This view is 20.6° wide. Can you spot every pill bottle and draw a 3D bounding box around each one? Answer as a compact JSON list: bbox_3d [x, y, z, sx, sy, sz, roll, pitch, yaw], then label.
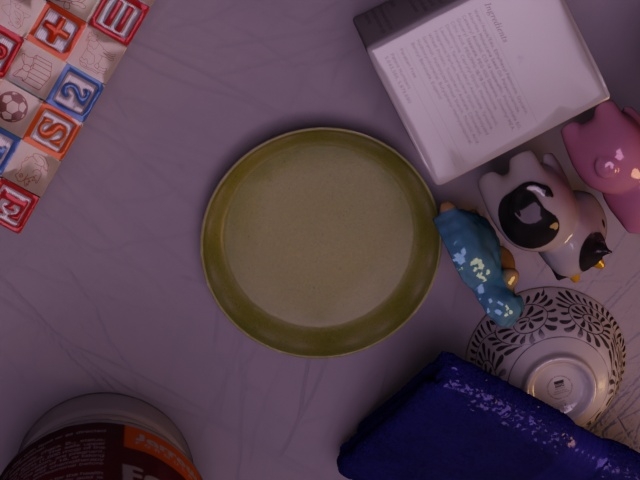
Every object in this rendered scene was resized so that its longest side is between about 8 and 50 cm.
[{"bbox_3d":[-0.209,0.303,1.650,0.224,0.392,0.224,-1,108,-4],"label":"pill bottle"}]

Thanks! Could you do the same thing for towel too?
[{"bbox_3d":[0.195,0.231,1.789,0.308,0.076,0.227,28,135,-15],"label":"towel"}]

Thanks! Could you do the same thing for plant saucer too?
[{"bbox_3d":[0.000,0.000,1.756,0.241,0.037,0.241,-1,107,-4],"label":"plant saucer"}]

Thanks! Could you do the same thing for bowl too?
[{"bbox_3d":[0.237,0.139,1.796,0.170,0.080,0.170,-1,107,-3],"label":"bowl"}]

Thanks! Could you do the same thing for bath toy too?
[{"bbox_3d":[0.280,-0.050,1.664,0.348,0.151,0.129,-35,68,29],"label":"bath toy"}]

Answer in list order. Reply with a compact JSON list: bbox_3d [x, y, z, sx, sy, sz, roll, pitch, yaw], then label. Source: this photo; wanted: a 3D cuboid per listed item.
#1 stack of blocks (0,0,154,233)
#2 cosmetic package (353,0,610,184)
[{"bbox_3d":[-0.284,-0.178,1.652,0.171,0.087,0.297,29,103,-12],"label":"stack of blocks"},{"bbox_3d":[0.148,-0.173,1.653,0.183,0.151,0.151,-26,108,5],"label":"cosmetic package"}]
